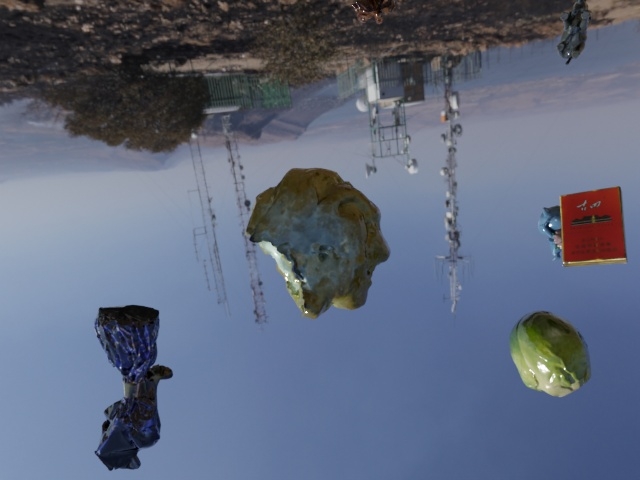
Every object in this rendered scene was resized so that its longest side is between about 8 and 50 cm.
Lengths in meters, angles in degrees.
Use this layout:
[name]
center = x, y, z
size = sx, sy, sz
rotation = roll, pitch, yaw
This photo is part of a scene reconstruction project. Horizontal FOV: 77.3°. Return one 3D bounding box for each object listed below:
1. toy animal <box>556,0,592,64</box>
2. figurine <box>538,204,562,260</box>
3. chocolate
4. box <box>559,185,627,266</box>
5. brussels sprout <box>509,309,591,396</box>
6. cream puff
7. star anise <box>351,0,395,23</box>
[toy animal]
center = 0.833, -0.716, 1.303
size = 0.082, 0.269, 0.137
rotation = 14, -159, 32
[figurine]
center = 0.773, -0.022, 1.309
size = 0.115, 0.178, 0.144
rotation = -7, 164, 18
[chocolate]
center = -0.368, 0.300, 0.796
size = 0.149, 0.342, 0.126
rotation = -4, -173, -41
[box]
center = 0.463, -0.022, 0.682
size = 0.090, 0.133, 0.023
rotation = -6, 155, 40
[brussels sprout]
center = 0.431, 0.205, 0.749
size = 0.118, 0.155, 0.155
rotation = -23, -162, -18
[cream puff]
center = 0.001, -0.009, 0.884
size = 0.275, 0.323, 0.270
rotation = -28, -168, 4
[star anise]
center = 0.223, -0.940, 1.607
size = 0.212, 0.111, 0.196
rotation = -35, -172, -12
